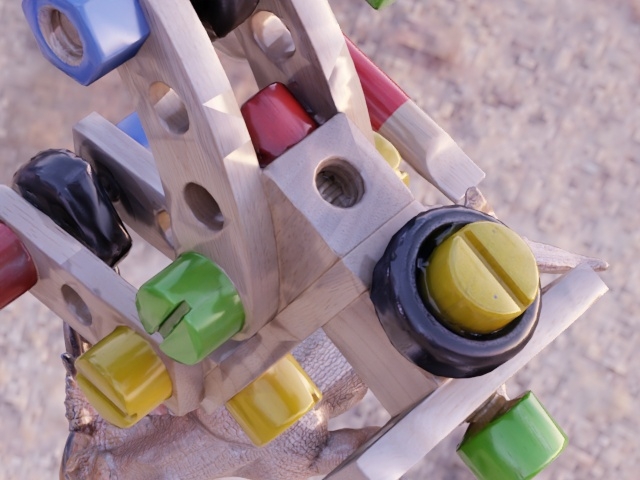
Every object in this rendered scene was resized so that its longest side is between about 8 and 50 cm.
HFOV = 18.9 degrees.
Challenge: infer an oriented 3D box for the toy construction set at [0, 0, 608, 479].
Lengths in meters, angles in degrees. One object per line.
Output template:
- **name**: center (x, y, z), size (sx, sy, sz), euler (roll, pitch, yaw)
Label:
- **toy construction set**: center (0.000, 0.000, 0.753), size (0.237, 0.257, 0.309), euler (44, 34, 5)

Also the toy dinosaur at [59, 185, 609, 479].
- **toy dinosaur**: center (-0.015, 0.044, 0.931), size (0.295, 0.127, 0.200), euler (-34, 22, -18)
